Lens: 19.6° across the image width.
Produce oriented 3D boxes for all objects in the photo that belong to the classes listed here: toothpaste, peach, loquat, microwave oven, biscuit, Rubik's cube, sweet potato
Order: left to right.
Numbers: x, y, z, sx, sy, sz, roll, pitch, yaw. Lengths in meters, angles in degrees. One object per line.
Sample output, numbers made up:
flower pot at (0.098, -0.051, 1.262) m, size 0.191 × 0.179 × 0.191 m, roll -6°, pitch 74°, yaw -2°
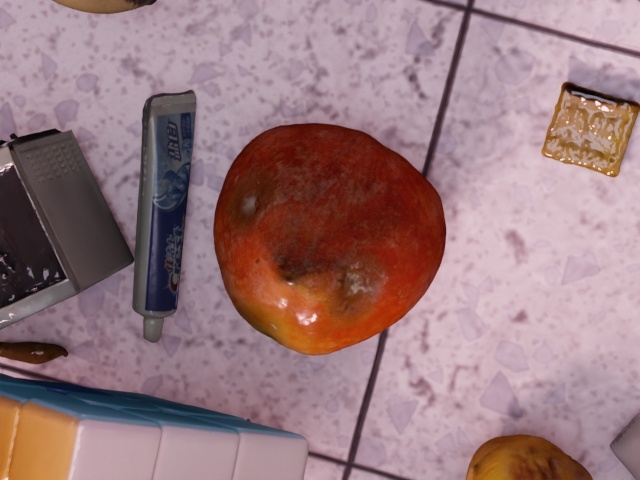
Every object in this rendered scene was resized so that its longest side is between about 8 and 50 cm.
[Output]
microwave oven at (-0.380, 0.017, 1.885) m, size 0.295 × 0.237 × 0.181 m, roll -25°, pitch 94°, yaw 13°
sweet potato at (-0.331, 0.119, 2.004) m, size 0.115 × 0.026 × 0.026 m, roll 6°, pitch 101°, yaw 6°
Rubik's cube at (-0.227, 0.297, 1.807) m, size 0.292 × 0.290 × 0.291 m, roll 10°, pitch 89°, yaw 49°
toothpaste at (-0.166, -0.023, 1.937) m, size 0.069 × 0.047 × 0.268 m, roll -1°, pitch 104°, yaw -23°
peach at (0.000, 0.000, 1.814) m, size 0.232 × 0.257 × 0.232 m, roll 1°, pitch 97°, yaw 11°
loquat at (0.214, 0.256, 1.893) m, size 0.137 × 0.137 × 0.113 m, roll 14°, pitch 76°, yaw 6°
biscuit at (0.273, -0.112, 1.871) m, size 0.083 × 0.018 × 0.081 m, roll 17°, pitch 102°, yaw 6°

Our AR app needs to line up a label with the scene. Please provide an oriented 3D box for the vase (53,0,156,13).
vase at (-0.229, -0.408, 1.814) m, size 0.302 × 0.241 × 0.329 m, roll 36°, pitch 73°, yaw 10°

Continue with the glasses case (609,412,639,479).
glasses case at (0.422, 0.292, 1.886) m, size 0.128 × 0.083 × 0.308 m, roll -33°, pitch 93°, yaw 12°
